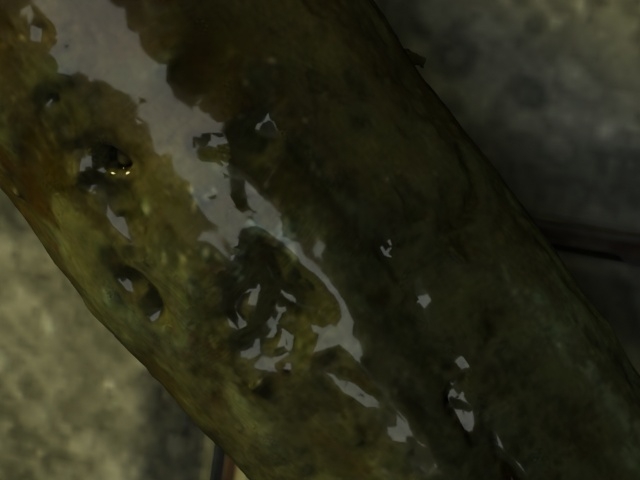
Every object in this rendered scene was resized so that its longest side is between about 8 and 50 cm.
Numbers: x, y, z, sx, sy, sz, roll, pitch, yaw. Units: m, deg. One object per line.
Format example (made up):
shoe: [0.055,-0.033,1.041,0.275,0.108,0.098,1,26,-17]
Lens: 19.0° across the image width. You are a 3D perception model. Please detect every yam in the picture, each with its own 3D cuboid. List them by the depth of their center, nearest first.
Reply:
yam: [0.000,0.000,0.574,0.133,0.133,0.330,-40,91,16]
